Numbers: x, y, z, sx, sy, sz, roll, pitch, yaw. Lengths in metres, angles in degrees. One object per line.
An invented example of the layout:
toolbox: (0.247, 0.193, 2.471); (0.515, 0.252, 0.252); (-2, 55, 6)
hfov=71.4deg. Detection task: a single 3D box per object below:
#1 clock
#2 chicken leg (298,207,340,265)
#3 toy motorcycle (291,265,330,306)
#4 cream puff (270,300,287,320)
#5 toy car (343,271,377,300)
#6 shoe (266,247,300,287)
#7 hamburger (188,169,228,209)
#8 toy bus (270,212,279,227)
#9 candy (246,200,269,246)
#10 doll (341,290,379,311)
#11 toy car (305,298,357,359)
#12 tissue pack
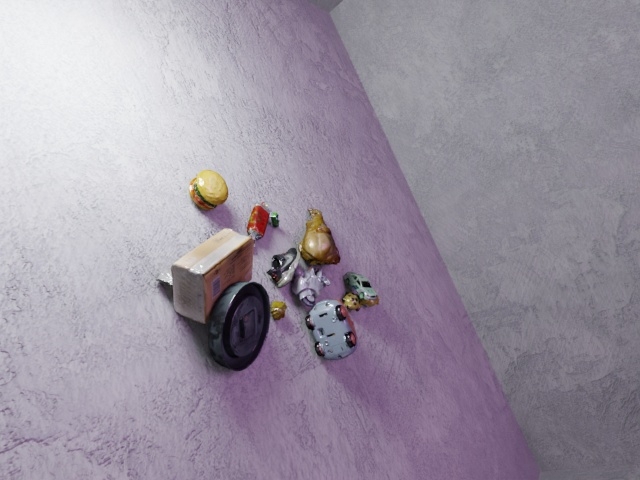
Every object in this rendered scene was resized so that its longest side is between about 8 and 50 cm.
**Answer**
clock: (-0.283, 0.302, 1.597); (0.319, 0.066, 0.318); (6, 90, -66)
chicken leg: (0.000, 0.000, 2.255); (0.295, 0.182, 0.409); (47, 20, -37)
toy motorcycle: (-0.056, 0.194, 2.069); (0.171, 0.110, 0.260); (44, 32, -7)
cream puff: (-0.175, 0.292, 1.879); (0.083, 0.058, 0.083); (-14, 77, -53)
toy car: (0.212, 0.232, 2.322); (0.090, 0.076, 0.224); (9, 22, -37)
shoe: (-0.167, 0.102, 1.993); (0.112, 0.099, 0.227); (36, 42, -22)
hamburger: (-0.451, -0.206, 1.803); (0.162, 0.115, 0.162); (32, 46, -40)
toy bus: (-0.212, -0.095, 2.081); (0.083, 0.037, 0.031); (86, 5, -54)
candy: (-0.279, -0.083, 1.997); (0.086, 0.059, 0.292); (40, 41, -32)
doll: (0.215, 0.310, 2.354); (0.291, 0.086, 0.117); (-4, 61, -51)
toy car: (0.067, 0.395, 2.029); (0.270, 0.181, 0.212); (69, 19, 4)
tissue pack: (-0.410, 0.107, 1.604); (0.238, 0.238, 0.305); (56, 35, -9)
